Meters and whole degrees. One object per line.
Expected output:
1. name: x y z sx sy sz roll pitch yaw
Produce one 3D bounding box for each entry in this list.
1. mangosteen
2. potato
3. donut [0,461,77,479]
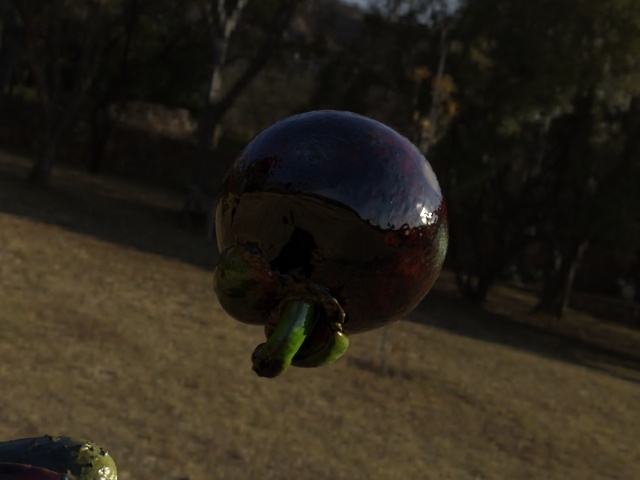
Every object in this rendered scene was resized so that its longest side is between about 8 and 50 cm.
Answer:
1. mangosteen: 0.000 0.000 1.551 0.306 0.306 0.359 13 39 21
2. potato: -0.336 0.273 1.390 0.225 0.090 0.117 0 38 17
3. donut: -0.285 0.317 1.128 0.235 0.235 0.089 10 24 -7
